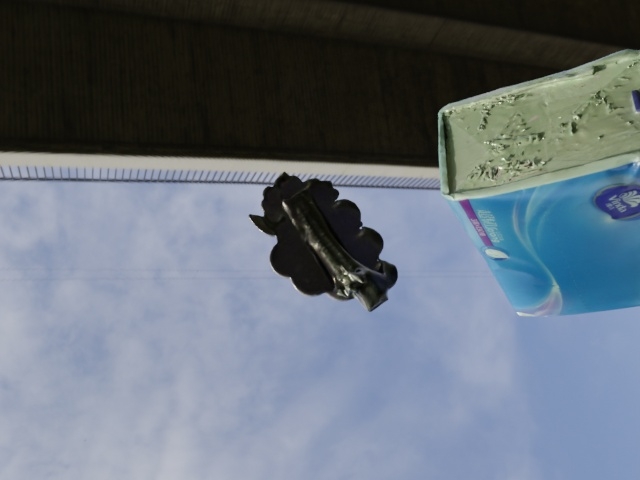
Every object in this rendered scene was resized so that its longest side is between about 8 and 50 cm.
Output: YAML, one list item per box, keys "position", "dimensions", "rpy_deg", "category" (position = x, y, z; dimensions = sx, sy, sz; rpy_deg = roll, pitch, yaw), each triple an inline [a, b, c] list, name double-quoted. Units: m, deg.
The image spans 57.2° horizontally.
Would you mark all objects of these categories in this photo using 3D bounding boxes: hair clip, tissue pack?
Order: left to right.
- position: [0.001, -0.001, 0.649]
  dimensions: [0.124, 0.052, 0.195]
  rpy_deg: [-30, -113, -21]
  category: "hair clip"
- position: [0.259, -0.037, 0.610]
  dimensions: [0.263, 0.198, 0.146]
  rpy_deg: [47, -139, -44]
  category: "tissue pack"
